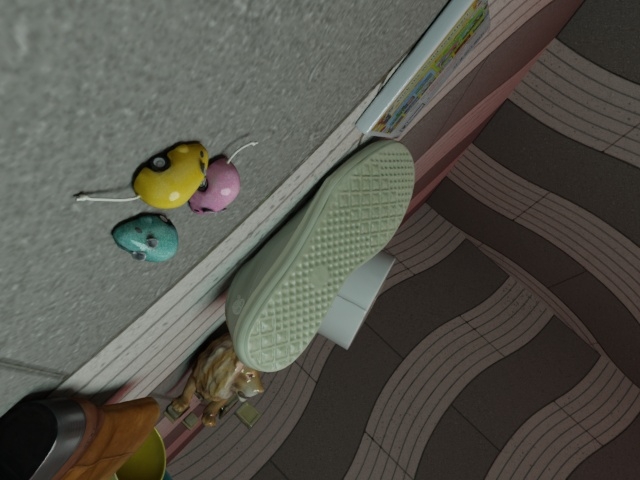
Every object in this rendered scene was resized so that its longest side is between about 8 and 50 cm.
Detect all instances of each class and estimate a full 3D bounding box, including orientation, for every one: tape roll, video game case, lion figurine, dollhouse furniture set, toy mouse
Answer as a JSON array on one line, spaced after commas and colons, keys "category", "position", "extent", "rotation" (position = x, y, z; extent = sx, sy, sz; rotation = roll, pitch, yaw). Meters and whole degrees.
[{"category": "tape roll", "position": [0.049, 0.109, 1.071], "extent": [0.246, 0.169, 0.246], "rotation": [-59, 170, -17]}, {"category": "video game case", "position": [0.157, -0.248, 0.669], "extent": [0.227, 0.026, 0.206], "rotation": [-50, 171, 22]}, {"category": "lion figurine", "position": [-0.188, 0.261, 1.024], "extent": [0.240, 0.142, 0.392], "rotation": [-56, -177, 10]}, {"category": "dollhouse furniture set", "position": [-0.283, 0.459, 1.182], "extent": [0.161, 0.182, 0.101], "rotation": [-40, 168, -40]}, {"category": "toy mouse", "position": [-0.112, -0.023, 0.380], "extent": [0.161, 0.031, 0.143], "rotation": [-40, 169, -35]}]

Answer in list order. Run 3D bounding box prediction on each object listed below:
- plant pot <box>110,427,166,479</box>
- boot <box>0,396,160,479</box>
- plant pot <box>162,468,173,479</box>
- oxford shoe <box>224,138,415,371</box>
[{"category": "plant pot", "position": [-0.363, 0.405, 0.828], "extent": [0.095, 0.134, 0.134], "rotation": [-24, 176, 14]}, {"category": "boot", "position": [-0.335, 0.293, 0.533], "extent": [0.264, 0.096, 0.280], "rotation": [-57, 170, -16]}, {"category": "plant pot", "position": [-0.483, 0.621, 1.071], "extent": [0.234, 0.165, 0.165], "rotation": [-35, 167, -19]}, {"category": "oxford shoe", "position": [0.000, 0.000, 0.739], "extent": [0.130, 0.169, 0.449], "rotation": [14, -120, 52]}]
